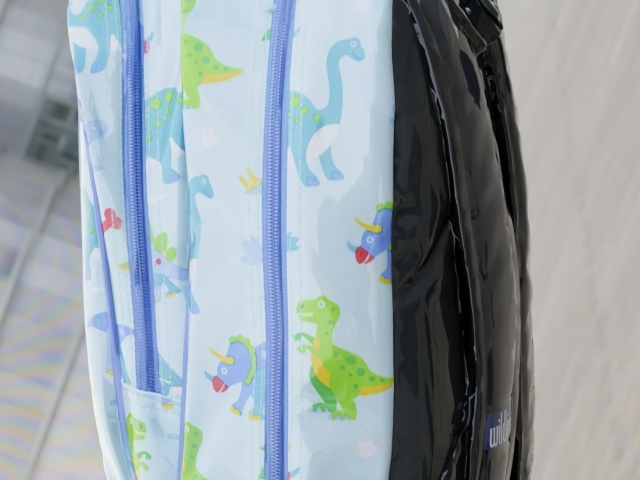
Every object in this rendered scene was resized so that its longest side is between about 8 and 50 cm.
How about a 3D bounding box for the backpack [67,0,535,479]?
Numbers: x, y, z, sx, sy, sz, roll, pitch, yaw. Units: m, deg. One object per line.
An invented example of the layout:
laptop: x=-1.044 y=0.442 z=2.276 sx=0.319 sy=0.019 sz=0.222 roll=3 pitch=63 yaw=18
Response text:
backpack: x=0.000 y=0.000 z=0.932 sx=0.290 sy=0.273 sz=0.356 roll=-33 pitch=-45 yaw=-64
